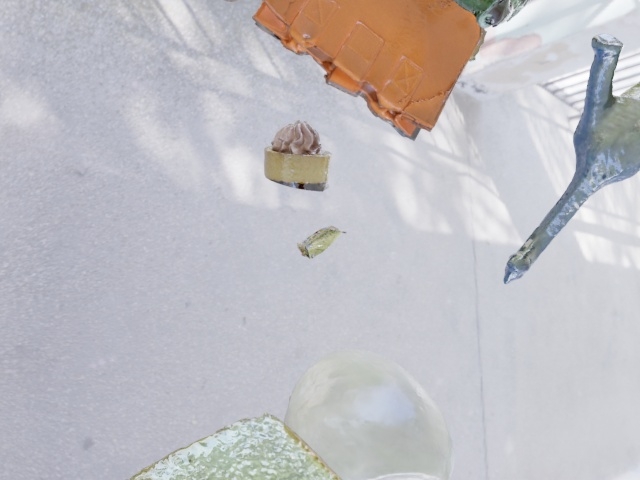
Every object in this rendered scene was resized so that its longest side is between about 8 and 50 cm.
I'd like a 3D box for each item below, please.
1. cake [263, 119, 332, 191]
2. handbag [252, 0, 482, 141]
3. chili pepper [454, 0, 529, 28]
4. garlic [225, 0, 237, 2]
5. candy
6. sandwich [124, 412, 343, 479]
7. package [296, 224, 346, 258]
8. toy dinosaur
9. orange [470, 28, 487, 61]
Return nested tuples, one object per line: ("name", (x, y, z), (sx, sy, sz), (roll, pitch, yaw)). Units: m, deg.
("cake", (-0.054, -0.245, 1.623), (0.208, 0.185, 0.178), (10, 105, -20))
("handbag", (0.106, -0.425, 1.151), (0.410, 0.116, 0.303), (34, 75, -15))
("chili pepper", (0.083, -0.270, 0.492), (0.227, 0.059, 0.088), (44, 50, 13))
("garlic", (-0.295, -0.719, 1.519), (0.191, 0.160, 0.214), (-69, 157, -9))
("candy", (0.112, 0.391, 1.316), (0.387, 0.426, 0.186), (16, 112, -10))
("sandwich", (-0.048, 0.267, 0.488), (0.226, 0.251, 0.086), (-11, 121, -46))
("package", (-0.002, 0.001, 1.444), (0.121, 0.108, 0.031), (-34, 109, -7))
("toy dinosaur", (0.249, -0.076, 0.461), (0.248, 0.075, 0.188), (-26, 141, -31))
("orange", (0.328, -0.501, 1.462), (0.170, 0.112, 0.160), (10, 113, -50))
